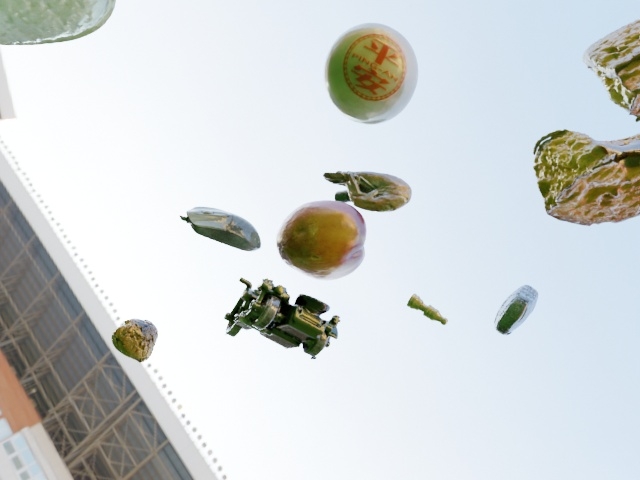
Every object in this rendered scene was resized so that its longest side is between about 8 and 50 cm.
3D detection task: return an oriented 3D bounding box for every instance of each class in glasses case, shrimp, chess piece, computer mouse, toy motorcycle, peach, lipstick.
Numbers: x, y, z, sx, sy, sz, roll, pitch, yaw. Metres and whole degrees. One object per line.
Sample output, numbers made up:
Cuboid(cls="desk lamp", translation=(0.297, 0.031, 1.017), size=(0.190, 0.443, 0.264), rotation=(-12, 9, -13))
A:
Cuboid(cls="glasses case", translation=(0.504, 0.174, 1.030), size=(0.067, 0.282, 0.109), rotation=(35, -72, 26))
Cuboid(cls="shrimp", translation=(0.140, -0.164, 1.302), size=(0.317, 0.168, 0.077), rotation=(14, -41, 27))
Cuboid(cls="chess piece", translation=(0.238, 0.156, 0.885), size=(0.092, 0.035, 0.035), rotation=(33, -62, 26))
Cuboid(cls="computer mouse", translation=(-0.248, -0.042, 1.051), size=(0.068, 0.229, 0.113), rotation=(-57, -150, 17))
Cuboid(cls="toy motorcycle", translation=(-0.092, 0.171, 0.885), size=(0.205, 0.127, 0.275), rotation=(32, -28, -20))
Cuboid(cls="peach", translation=(0.000, 0.000, 1.179), size=(0.281, 0.281, 0.238), rotation=(10, -66, 30))
Cuboid(cls="lipstick", translation=(0.146, -0.175, 1.445), size=(0.234, 0.053, 0.053), rotation=(-9, -82, 51))

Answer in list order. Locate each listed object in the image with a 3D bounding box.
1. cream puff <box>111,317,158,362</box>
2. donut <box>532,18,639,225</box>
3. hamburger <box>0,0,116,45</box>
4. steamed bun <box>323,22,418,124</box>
Cuboid(cls="cream puff", translation=(-0.529, 0.284, 1.164), size=(0.104, 0.119, 0.133), rotation=(-43, -128, 6))
Cuboid(cls="donut", translation=(0.647, -0.226, 0.780), size=(0.377, 0.163, 0.435), rotation=(3, -38, 1))
Cuboid(cls="hamburger", translation=(-0.168, -0.170, 0.233), size=(0.054, 0.084, 0.121), rotation=(64, -32, 26))
Cuboid(cls="steamed bun", translation=(0.125, -0.396, 0.952), size=(0.231, 0.145, 0.232), rotation=(-2, -78, -7))
